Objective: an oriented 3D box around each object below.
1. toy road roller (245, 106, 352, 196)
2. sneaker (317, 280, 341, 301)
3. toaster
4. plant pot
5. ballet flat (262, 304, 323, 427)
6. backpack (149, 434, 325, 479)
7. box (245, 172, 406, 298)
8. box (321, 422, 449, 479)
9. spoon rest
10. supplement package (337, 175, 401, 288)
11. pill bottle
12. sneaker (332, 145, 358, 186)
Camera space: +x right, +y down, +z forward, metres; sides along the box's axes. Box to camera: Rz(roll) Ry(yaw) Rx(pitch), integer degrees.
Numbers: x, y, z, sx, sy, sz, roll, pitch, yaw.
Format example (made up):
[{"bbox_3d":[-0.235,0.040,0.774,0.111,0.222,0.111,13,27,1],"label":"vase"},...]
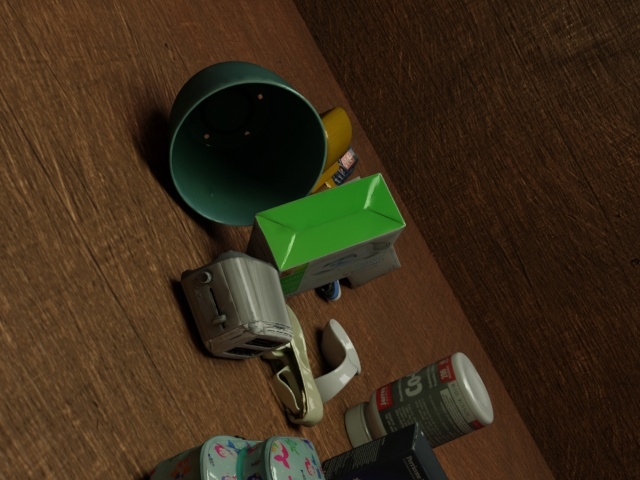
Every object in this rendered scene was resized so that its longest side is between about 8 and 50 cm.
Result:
[{"bbox_3d":[-0.025,-0.165,1.946,0.329,0.241,0.202,61,37,-13],"label":"toy road roller"},{"bbox_3d":[0.006,0.069,2.058,0.084,0.058,0.152,48,26,-65],"label":"sneaker"},{"bbox_3d":[-0.133,0.115,1.437,0.227,0.129,0.146,28,41,-66],"label":"toaster"},{"bbox_3d":[-0.159,-0.212,1.628,0.293,0.293,0.235,51,7,-35],"label":"plant pot"},{"bbox_3d":[-0.063,0.227,1.568,0.086,0.086,0.248,21,44,-67],"label":"ballet flat"},{"bbox_3d":[-0.095,0.356,1.073,0.253,0.191,0.225,28,38,-55],"label":"backpack"},{"bbox_3d":[0.000,0.000,1.649,0.231,0.262,0.126,116,-47,-66],"label":"box"},{"bbox_3d":[0.115,0.445,1.513,0.153,0.207,0.108,60,16,-6],"label":"box"},{"bbox_3d":[0.043,0.257,1.823,0.137,0.084,0.276,60,17,-10],"label":"spoon rest"},{"bbox_3d":[0.095,-0.014,2.216,0.262,0.145,0.204,53,13,-73],"label":"supplement package"},{"bbox_3d":[0.204,0.363,1.783,0.161,0.283,0.161,54,18,-27],"label":"pill bottle"},{"bbox_3d":[0.036,-0.198,2.426,0.131,0.148,0.350,54,18,-27],"label":"sneaker"}]
